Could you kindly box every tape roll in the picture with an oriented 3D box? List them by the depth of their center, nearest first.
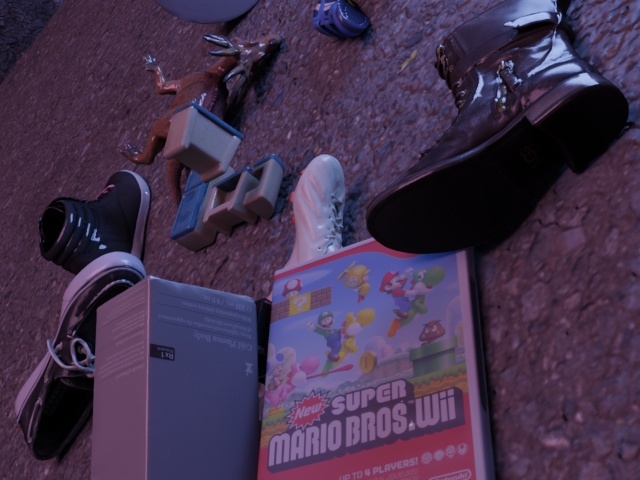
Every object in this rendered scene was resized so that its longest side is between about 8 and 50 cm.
[{"bbox_3d":[-0.189,-0.471,1.600,0.219,0.219,0.072,-44,31,23],"label":"tape roll"}]

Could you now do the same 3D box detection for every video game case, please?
[{"bbox_3d":[0.042,0.112,0.835,0.204,0.025,0.285,-20,43,23],"label":"video game case"}]

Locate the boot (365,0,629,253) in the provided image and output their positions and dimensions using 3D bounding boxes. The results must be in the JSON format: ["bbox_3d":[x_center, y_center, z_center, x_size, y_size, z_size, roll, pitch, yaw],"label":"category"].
[{"bbox_3d":[0.144,-0.120,0.895,0.263,0.091,0.229,-30,36,12],"label":"boot"}]

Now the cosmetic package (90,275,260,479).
[{"bbox_3d":[-0.129,0.166,0.871,0.107,0.127,0.238,-30,56,40],"label":"cosmetic package"}]

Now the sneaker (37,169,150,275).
[{"bbox_3d":[-0.357,-0.046,1.521,0.104,0.146,0.296,-45,30,25],"label":"sneaker"}]

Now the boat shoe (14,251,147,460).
[{"bbox_3d":[-0.319,0.161,1.305,0.306,0.113,0.105,-53,36,13],"label":"boat shoe"}]

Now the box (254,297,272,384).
[{"bbox_3d":[-0.047,0.107,0.971,0.052,0.083,0.062,-25,43,43],"label":"box"}]

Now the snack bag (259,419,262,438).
[{"bbox_3d":[-0.084,0.320,0.874,0.323,0.037,0.343,-23,44,46],"label":"snack bag"}]

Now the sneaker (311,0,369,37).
[{"bbox_3d":[0.023,-0.290,1.282,0.059,0.053,0.144,-50,23,16],"label":"sneaker"}]

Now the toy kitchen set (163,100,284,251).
[{"bbox_3d":[-0.156,-0.098,1.247,0.207,0.166,0.122,-22,45,46],"label":"toy kitchen set"}]

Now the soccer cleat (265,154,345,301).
[{"bbox_3d":[0.000,0.000,1.030,0.076,0.068,0.196,-4,65,48],"label":"soccer cleat"}]

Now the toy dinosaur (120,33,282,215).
[{"bbox_3d":[-0.176,-0.191,1.422,0.200,0.127,0.296,-10,60,44],"label":"toy dinosaur"}]
